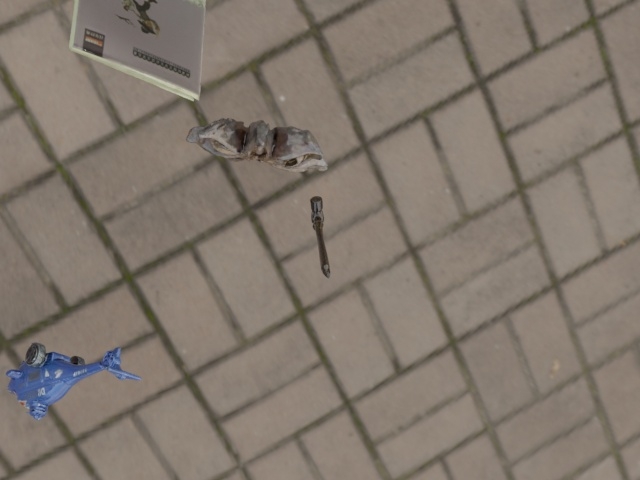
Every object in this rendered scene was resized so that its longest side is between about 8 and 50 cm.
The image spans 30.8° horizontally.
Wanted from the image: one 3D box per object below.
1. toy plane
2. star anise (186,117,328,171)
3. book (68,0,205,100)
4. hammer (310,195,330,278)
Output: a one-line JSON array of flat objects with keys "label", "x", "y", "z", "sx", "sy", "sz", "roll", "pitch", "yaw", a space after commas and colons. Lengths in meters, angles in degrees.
[{"label": "toy plane", "x": -0.223, "y": 0.122, "z": 1.021, "sx": 0.167, "sy": 0.062, "sz": 0.054, "roll": -19, "pitch": 148, "yaw": 38}, {"label": "star anise", "x": -0.090, "y": -0.139, "z": 1.616, "sx": 0.208, "sy": 0.172, "sz": 0.063, "roll": 11, "pitch": 88, "yaw": 18}, {"label": "book", "x": -0.154, "y": -0.221, "z": 1.010, "sx": 0.127, "sy": 0.014, "sz": 0.181, "roll": 19, "pitch": 62, "yaw": -37}, {"label": "hammer", "x": 0.000, "y": 0.000, "z": 1.804, "sx": 0.021, "sy": 0.178, "sz": 0.065, "roll": -5, "pitch": 123, "yaw": -1}]
